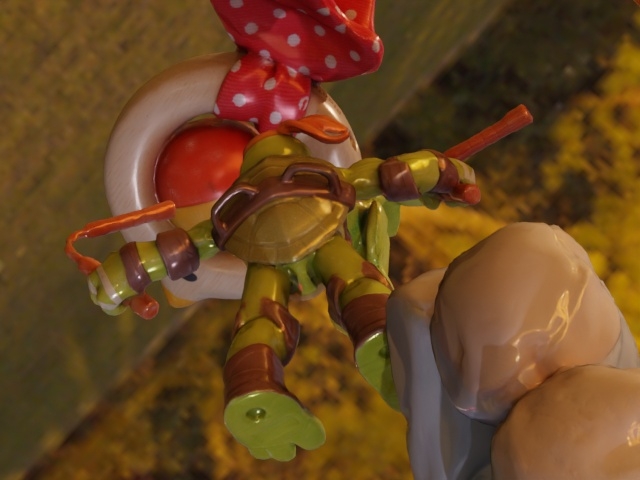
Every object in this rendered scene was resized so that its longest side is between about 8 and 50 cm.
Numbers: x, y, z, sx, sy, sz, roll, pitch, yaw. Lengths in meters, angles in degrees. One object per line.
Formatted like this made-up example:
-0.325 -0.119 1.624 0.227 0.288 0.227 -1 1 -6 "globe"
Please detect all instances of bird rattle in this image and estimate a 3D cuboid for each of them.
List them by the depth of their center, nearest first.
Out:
-0.038 -0.049 1.115 0.207 0.253 0.143 -18 -148 10 "bird rattle"

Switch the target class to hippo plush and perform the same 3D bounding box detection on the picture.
0.169 0.128 0.745 0.237 0.294 0.234 -6 -169 -13 "hippo plush"

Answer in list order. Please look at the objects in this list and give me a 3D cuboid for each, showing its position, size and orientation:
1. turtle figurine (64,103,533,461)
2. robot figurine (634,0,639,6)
0.000 0.000 0.921 0.270 0.217 0.087 -14 130 -3 "turtle figurine"
0.228 -0.189 1.050 0.158 0.219 0.128 -35 167 -21 "robot figurine"
